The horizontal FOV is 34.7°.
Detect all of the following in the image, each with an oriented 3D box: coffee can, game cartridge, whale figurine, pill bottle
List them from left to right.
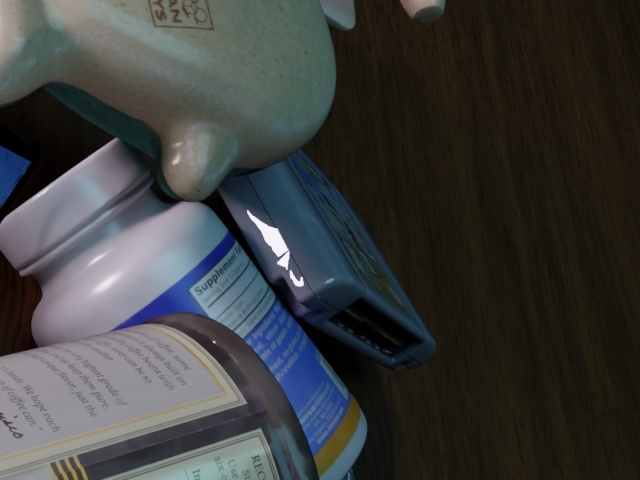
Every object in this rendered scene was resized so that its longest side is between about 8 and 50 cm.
[{"bbox_3d":[-0.163,0.157,0.484,0.275,0.201,0.201,-10,75,-40],"label":"coffee can"},{"bbox_3d":[-0.118,-0.120,0.646,0.272,0.141,0.216,-8,79,-45],"label":"whale figurine"},{"bbox_3d":[-0.102,0.069,0.715,0.272,0.152,0.152,53,36,-11],"label":"pill bottle"},{"bbox_3d":[0.000,0.000,0.861,0.198,0.062,0.297,63,11,23],"label":"game cartridge"}]

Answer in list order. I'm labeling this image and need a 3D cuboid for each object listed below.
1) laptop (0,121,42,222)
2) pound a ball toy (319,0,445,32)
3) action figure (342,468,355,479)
[{"bbox_3d":[-0.292,0.030,0.514,0.234,0.136,0.264,31,45,-36],"label":"laptop"},{"bbox_3d":[-0.059,-0.283,0.961,0.319,0.208,0.135,24,50,-40],"label":"pound a ball toy"},{"bbox_3d":[0.033,0.286,0.789,0.185,0.099,0.285,18,50,-39],"label":"action figure"}]
